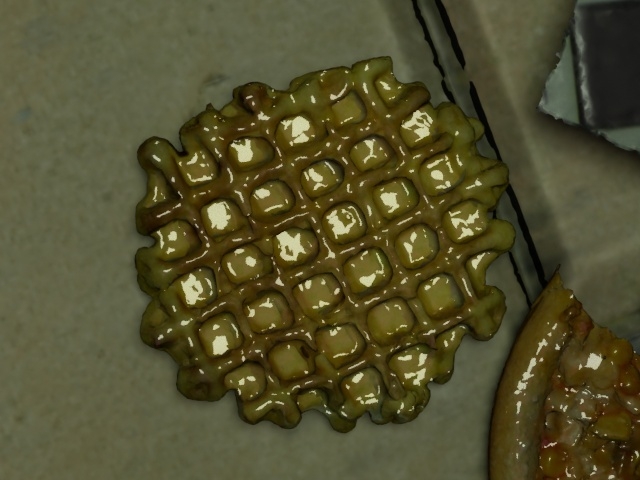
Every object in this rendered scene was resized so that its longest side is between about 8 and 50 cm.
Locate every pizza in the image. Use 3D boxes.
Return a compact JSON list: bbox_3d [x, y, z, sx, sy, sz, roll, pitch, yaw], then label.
[{"bbox_3d":[0.143,0.107,0.668,0.130,0.041,0.178,11,89,-9],"label":"pizza"}]

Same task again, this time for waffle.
[{"bbox_3d":[0.003,0.004,0.650,0.191,0.038,0.191,0,90,-7],"label":"waffle"}]

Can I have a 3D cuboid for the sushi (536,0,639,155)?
[{"bbox_3d":[0.276,-0.137,0.674,0.292,0.059,0.294,20,88,-7],"label":"sushi"}]
